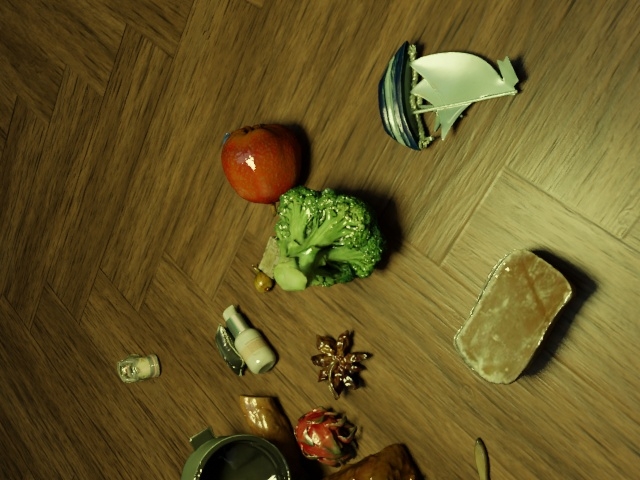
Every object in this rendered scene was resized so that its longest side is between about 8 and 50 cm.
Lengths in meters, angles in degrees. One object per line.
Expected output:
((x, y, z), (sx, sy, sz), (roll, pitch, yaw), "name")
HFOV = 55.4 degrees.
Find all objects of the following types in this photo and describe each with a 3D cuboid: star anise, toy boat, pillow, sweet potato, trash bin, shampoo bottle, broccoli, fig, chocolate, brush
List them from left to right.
((-0.241, 0.294, 1.635), (0.055, 0.091, 0.135), (-32, 64, -5), "pillow")
((-0.206, 0.567, 1.424), (0.277, 0.217, 0.262), (58, 155, 7), "trash bin")
((-0.193, 0.256, 1.583), (0.192, 0.074, 0.074), (49, 120, 24), "shampoo bottle")
((-0.152, 0.094, 1.558), (0.050, 0.050, 0.083), (-51, 54, 28), "fig")
((-0.118, 0.485, 1.537), (0.097, 0.097, 0.251), (-41, 76, 32), "sweet potato")
((0.000, 0.000, 1.298), (0.270, 0.270, 0.270), (19, 132, 23), "broccoli")
((0.042, 0.284, 1.420), (0.168, 0.057, 0.167), (-6, 81, 37), "star anise")
((0.238, -0.277, 1.216), (0.292, 0.070, 0.210), (22, 109, 31), "toy boat")
((0.333, 0.498, 1.237), (0.070, 0.021, 0.196), (-9, 86, 38), "brush")
((0.370, 0.146, 1.141), (0.157, 0.080, 0.254), (45, 118, 43), "chocolate")

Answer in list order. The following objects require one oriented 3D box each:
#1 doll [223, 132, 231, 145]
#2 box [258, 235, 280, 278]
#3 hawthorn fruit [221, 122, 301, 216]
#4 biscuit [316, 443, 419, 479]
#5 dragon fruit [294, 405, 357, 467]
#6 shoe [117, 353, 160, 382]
((-0.215, -0.219, 1.573), (0.099, 0.058, 0.143), (-32, 73, 13), "doll")
((-0.110, 0.042, 1.520), (0.062, 0.045, 0.098), (36, 116, 29), "box")
((-0.133, -0.163, 1.443), (0.197, 0.196, 0.225), (-2, 109, 38), "hawthorn fruit")
((0.091, 0.677, 1.345), (0.395, 0.166, 0.342), (-41, 71, 31), "biscuit")
((0.009, 0.458, 1.428), (0.142, 0.130, 0.121), (13, 68, 37), "dragon fruit")
((-0.579, 0.400, 1.879), (0.180, 0.092, 0.089), (-12, 87, 38), "shoe")
